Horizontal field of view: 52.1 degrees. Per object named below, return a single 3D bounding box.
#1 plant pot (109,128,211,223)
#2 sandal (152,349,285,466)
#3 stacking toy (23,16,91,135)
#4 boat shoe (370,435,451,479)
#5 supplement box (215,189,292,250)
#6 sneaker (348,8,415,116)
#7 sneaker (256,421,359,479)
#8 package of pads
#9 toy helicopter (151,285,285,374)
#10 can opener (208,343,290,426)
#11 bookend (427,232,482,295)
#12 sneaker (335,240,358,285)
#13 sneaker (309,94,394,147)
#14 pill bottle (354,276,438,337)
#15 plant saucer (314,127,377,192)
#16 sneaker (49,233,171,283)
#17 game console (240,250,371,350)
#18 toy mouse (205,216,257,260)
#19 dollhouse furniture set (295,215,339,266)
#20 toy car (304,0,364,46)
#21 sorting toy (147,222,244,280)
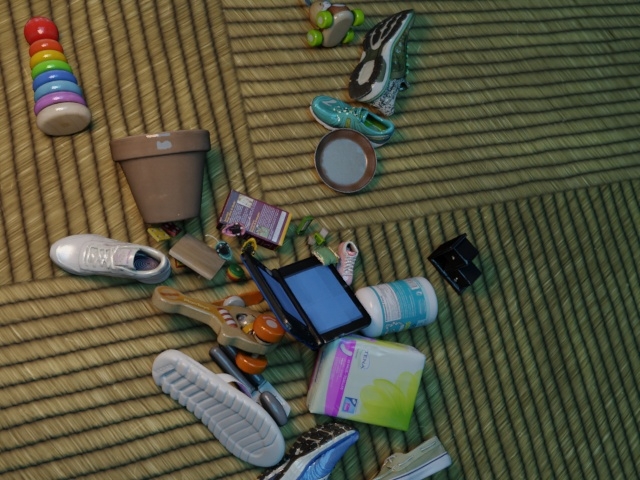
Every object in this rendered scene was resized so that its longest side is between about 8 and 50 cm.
[{"bbox_3d":[-0.412,-0.167,1.747,0.263,0.263,0.229,-10,99,-20],"label":"plant pot"},{"bbox_3d":[-0.245,0.415,1.701,0.416,0.169,0.102,42,28,-4],"label":"sandal"},{"bbox_3d":[-0.726,-0.456,1.763,0.141,0.141,0.330,-15,77,-21],"label":"stacking toy"},{"bbox_3d":[0.223,0.635,1.813,0.302,0.109,0.094,-14,65,-29],"label":"boat shoe"},{"bbox_3d":[-0.188,-0.055,1.855,0.188,0.081,0.104,22,71,-12],"label":"supplement box"},{"bbox_3d":[0.226,-0.569,2.119,0.182,0.158,0.410,42,62,-38],"label":"sneaker"},{"bbox_3d":[-0.023,0.611,1.732,0.330,0.130,0.147,-36,103,-19],"label":"sneaker"},{"bbox_3d":[0.127,0.380,1.809,0.296,0.101,0.229,15,89,-15],"label":"package of pads"},{"bbox_3d":[-0.265,0.190,1.713,0.355,0.235,0.140,23,112,-15],"label":"toy helicopter"},{"bbox_3d":[-0.180,0.374,1.747,0.280,0.093,0.074,47,56,3],"label":"can opener"},{"bbox_3d":[0.428,0.074,1.981,0.072,0.156,0.157,-42,92,-23],"label":"bookend"},{"bbox_3d":[0.079,0.065,1.917,0.051,0.070,0.134,4,76,-19],"label":"sneaker"},{"bbox_3d":[0.102,-0.384,2.018,0.275,0.110,0.107,20,71,-12],"label":"sneaker"},{"bbox_3d":[0.191,0.195,1.879,0.264,0.146,0.146,-10,79,-19],"label":"pill bottle"},{"bbox_3d":[0.073,-0.242,2.000,0.198,0.036,0.199,1,86,-15],"label":"plant saucer"},{"bbox_3d":[-0.534,0.035,1.683,0.305,0.152,0.114,8,76,-14],"label":"sneaker"},{"bbox_3d":[-0.039,0.127,1.744,0.173,0.250,0.293,-40,53,3],"label":"game console"},{"bbox_3d":[-0.243,-0.003,1.790,0.143,0.031,0.161,12,115,-11],"label":"toy mouse"},{"bbox_3d":[0.000,0.000,1.888,0.152,0.058,0.076,47,30,21],"label":"dollhouse furniture set"},{"bbox_3d":[0.016,-0.724,2.070,0.155,0.149,0.188,-16,70,-33],"label":"toy car"},{"bbox_3d":[-0.343,0.048,1.765,0.274,0.132,0.046,34,114,-4],"label":"sorting toy"}]
